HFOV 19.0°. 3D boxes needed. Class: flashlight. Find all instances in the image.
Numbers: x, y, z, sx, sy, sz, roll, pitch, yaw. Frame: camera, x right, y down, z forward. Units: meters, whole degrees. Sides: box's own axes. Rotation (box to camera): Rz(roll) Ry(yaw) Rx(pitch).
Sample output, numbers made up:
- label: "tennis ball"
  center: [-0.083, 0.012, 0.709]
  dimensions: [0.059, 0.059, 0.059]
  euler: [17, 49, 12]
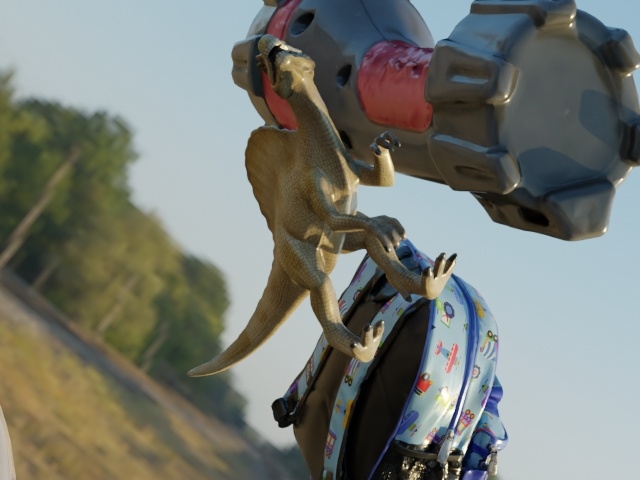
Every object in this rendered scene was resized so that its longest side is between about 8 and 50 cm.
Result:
- label: "flashlight"
  center: [0.047, -0.077, 0.877]
  dimensions: [0.103, 0.103, 0.304]
  euler: [33, -5, -19]

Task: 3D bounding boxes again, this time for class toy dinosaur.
- label: "toy dinosaur"
  center: [0.000, 0.000, 0.730]
  dimensions: [0.092, 0.053, 0.183]
  euler: [39, -41, 28]

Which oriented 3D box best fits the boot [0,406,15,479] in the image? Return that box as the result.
- label: "boot"
  center: [-0.164, 0.215, 0.923]
  dimensions: [0.269, 0.089, 0.236]
  euler: [-118, -156, -65]

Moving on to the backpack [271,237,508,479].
- label: "backpack"
  center: [0.058, 0.092, 1.246]
  dimensions: [0.116, 0.173, 0.158]
  euler: [15, 21, -21]
